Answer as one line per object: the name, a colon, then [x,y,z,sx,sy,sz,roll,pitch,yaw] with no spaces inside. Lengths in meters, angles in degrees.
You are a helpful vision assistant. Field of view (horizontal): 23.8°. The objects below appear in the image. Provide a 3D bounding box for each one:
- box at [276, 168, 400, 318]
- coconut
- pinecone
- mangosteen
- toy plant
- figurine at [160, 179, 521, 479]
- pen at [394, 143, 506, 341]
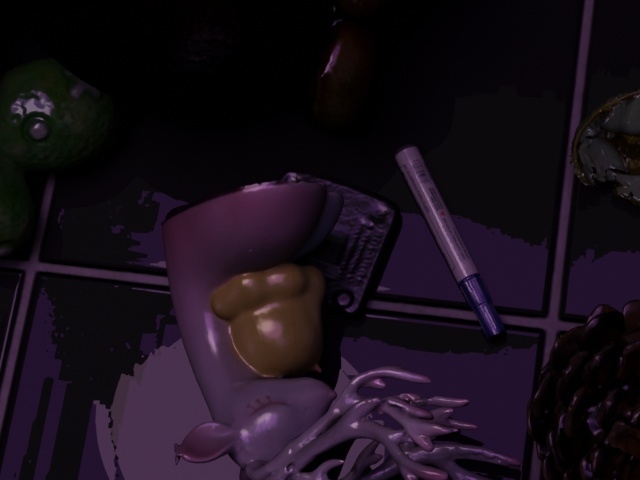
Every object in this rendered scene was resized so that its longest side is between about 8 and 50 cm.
box: [0.000,0.000,1.422,0.126,0.027,0.125,18,76,13]
coconut: [0.315,-0.087,1.387,0.158,0.055,0.133,23,76,13]
pinecone: [0.258,0.149,1.242,0.179,0.204,0.184,-36,87,0]
mangosteen: [-0.078,-0.290,1.380,0.435,0.382,0.382,23,74,-23]
toy plant: [-0.326,-0.103,1.441,0.235,0.175,0.218,29,85,-12]
figurine: [-0.003,0.108,1.289,0.284,0.206,0.315,-11,83,18]
pen: [0.121,0.001,1.405,0.025,0.025,0.204,-25,71,0]
